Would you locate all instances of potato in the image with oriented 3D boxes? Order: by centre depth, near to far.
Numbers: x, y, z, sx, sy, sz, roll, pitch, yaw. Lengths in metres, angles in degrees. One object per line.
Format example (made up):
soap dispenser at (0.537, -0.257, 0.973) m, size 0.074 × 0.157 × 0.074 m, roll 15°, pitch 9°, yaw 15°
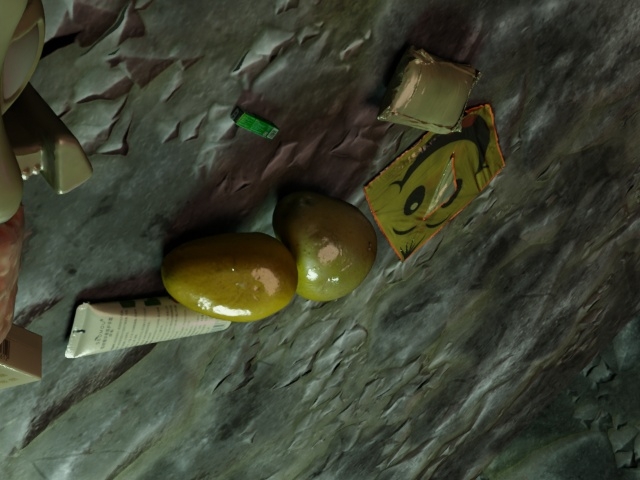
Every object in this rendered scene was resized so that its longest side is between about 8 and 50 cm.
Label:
potato at (0.000, 0.000, 1.566) m, size 0.157 × 0.157 × 0.194 m, roll -43°, pitch 133°, yaw -5°

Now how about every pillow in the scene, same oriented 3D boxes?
pillow at (0.164, -0.220, 1.579) m, size 0.208 × 0.053 × 0.119 m, roll 5°, pitch 118°, yaw -52°

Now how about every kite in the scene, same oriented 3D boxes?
kite at (0.196, -0.089, 1.808) m, size 0.377 × 0.013 × 0.328 m, roll -15°, pitch 138°, yaw -41°

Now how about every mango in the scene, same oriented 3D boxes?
mango at (-0.127, 0.046, 1.471) m, size 0.195 × 0.098 × 0.137 m, roll 13°, pitch 117°, yaw -19°

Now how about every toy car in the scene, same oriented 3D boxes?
toy car at (-0.316, -0.184, 0.869) m, size 0.226 × 0.242 × 0.336 m, roll -20°, pitch 141°, yaw -33°

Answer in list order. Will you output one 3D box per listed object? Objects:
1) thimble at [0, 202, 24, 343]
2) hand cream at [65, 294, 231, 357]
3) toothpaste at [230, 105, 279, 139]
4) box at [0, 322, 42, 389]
thimble at (-0.408, 0.018, 1.003) m, size 0.239 × 0.239 × 0.162 m, roll -20°, pitch 138°, yaw -36°
hand cream at (-0.228, 0.111, 1.493) m, size 0.276 × 0.059 × 0.095 m, roll -5°, pitch 128°, yaw -41°
toothpaste at (-0.086, -0.154, 1.391) m, size 0.020 × 0.017 × 0.083 m, roll -51°, pitch 148°, yaw 13°
box at (-0.428, 0.121, 1.191) m, size 0.141 × 0.058 × 0.201 m, roll -15°, pitch 155°, yaw 20°
